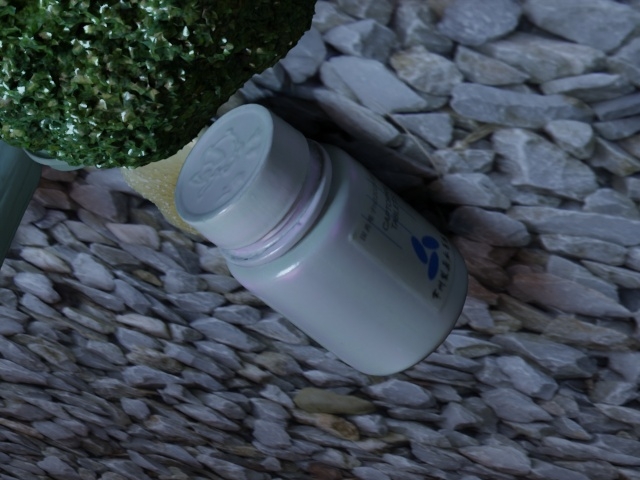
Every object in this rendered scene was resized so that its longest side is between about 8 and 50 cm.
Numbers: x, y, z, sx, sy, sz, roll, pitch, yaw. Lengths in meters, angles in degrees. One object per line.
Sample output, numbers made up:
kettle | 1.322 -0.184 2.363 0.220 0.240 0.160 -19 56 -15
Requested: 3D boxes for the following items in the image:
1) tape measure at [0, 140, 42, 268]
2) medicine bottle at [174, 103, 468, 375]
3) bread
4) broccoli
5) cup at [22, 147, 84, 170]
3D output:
tape measure | -0.425 -0.041 1.968 0.246 0.243 0.125 13 153 13
medicine bottle | 0.000 0.000 1.841 0.170 0.170 0.293 -9 144 45
bread | -0.122 -0.049 1.981 0.182 0.039 0.251 -2 148 36
broccoli | -0.163 -0.208 1.408 0.321 0.310 0.413 22 -170 8
cup | -0.258 -0.150 1.799 0.120 0.120 0.141 2 139 32
